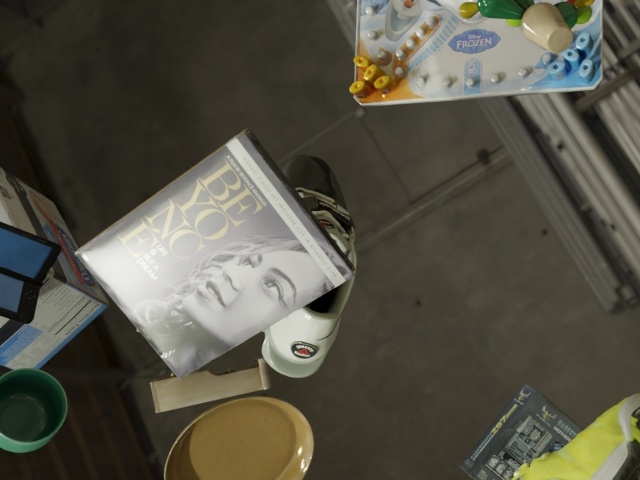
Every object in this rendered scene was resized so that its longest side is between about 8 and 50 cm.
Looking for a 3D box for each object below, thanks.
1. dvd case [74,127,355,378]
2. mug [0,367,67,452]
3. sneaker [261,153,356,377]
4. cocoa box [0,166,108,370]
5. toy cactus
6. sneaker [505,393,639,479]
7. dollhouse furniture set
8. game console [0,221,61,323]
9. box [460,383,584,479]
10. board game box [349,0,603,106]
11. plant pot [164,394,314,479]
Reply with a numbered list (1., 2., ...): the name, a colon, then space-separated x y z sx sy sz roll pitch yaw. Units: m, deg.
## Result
1. dvd case: -0.102 0.020 0.874 0.164 0.221 0.018 53 -157 -12
2. mug: -0.510 0.282 1.564 0.158 0.097 0.129 35 -125 -6
3. sneaker: 0.000 0.000 1.207 0.123 0.146 0.330 11 -127 -15
4. cocoa box: -0.626 0.052 1.852 0.347 0.231 0.228 52 -173 36
5. toy cactus: 0.265 -0.293 1.157 0.219 0.112 0.180 15 -150 -27
6. sneaker: 0.189 0.289 0.922 0.145 0.384 0.147 33 -170 -49
7. dollhouse furniture set: -0.175 0.107 1.334 0.212 0.161 0.242 137 122 -81
8. game console: -0.518 0.052 1.538 0.144 0.085 0.124 25 -132 -30
9. box: 0.380 0.385 1.569 0.233 0.183 0.059 40 176 -9
10. board game box: 0.234 -0.415 1.447 0.050 0.390 0.389 17 -107 -65
11. plant pot: -0.125 0.329 1.424 0.236 0.236 0.032 47 -178 -34
